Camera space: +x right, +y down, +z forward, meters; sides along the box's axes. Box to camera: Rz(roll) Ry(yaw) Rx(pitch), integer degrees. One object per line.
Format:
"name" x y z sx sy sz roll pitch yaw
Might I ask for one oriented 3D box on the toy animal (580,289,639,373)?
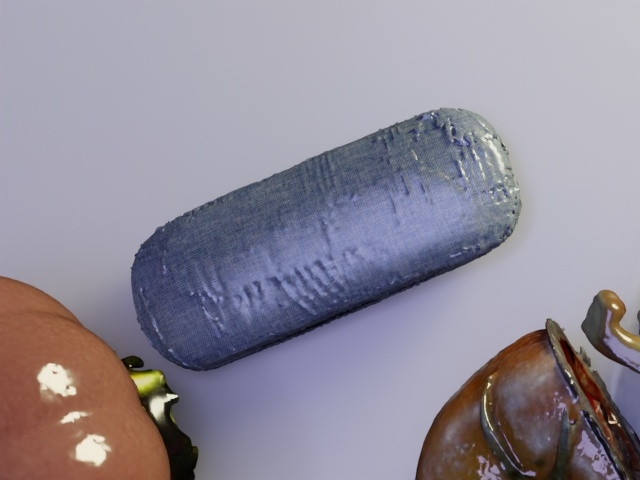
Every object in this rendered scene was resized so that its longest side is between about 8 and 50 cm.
"toy animal" 0.259 0.091 0.988 0.158 0.312 0.097 4 128 -16

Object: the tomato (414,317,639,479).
"tomato" 0.137 0.177 1.049 0.155 0.181 0.214 -33 74 16

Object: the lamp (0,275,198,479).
"lamp" -0.201 0.163 1.105 0.305 0.240 0.305 32 133 41

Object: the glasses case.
"glasses case" 0.000 0.000 1.153 0.282 0.067 0.109 -24 77 14
